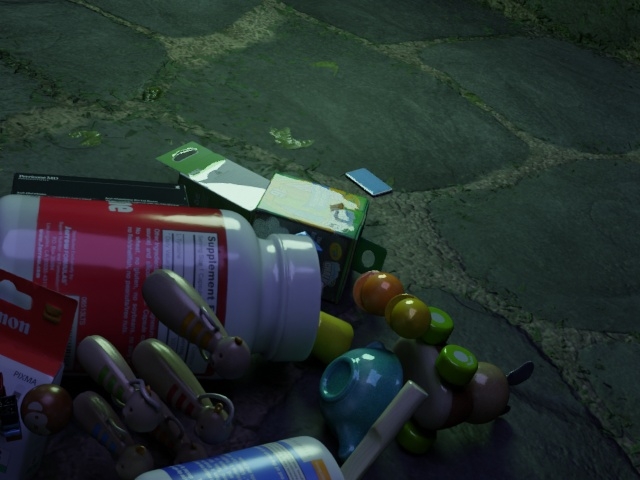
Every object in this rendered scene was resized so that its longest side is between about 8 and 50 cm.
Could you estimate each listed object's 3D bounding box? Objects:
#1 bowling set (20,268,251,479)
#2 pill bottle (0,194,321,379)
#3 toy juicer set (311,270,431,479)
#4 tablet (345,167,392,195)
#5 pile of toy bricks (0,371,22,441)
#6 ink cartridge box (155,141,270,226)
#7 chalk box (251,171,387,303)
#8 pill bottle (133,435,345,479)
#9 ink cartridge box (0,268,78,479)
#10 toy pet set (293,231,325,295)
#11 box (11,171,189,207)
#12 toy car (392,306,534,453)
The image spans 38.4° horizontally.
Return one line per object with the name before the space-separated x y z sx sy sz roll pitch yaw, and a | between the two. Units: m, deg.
bowling set | -0.201 0.193 0.988 0.200 0.287 0.154 -29 57 -35
pill bottle | -0.216 0.066 1.197 0.407 0.229 0.229 4 35 -16
toy juicer set | 0.077 0.176 1.184 0.089 0.209 0.329 36 25 -30
tablet | 0.093 -0.113 1.770 0.054 0.006 0.083 -18 45 -39
pile of toy bricks | -0.360 0.233 0.927 0.118 0.105 0.212 -7 29 -14
ink cartridge box | -0.176 -0.089 1.584 0.209 0.062 0.109 28 36 20
chalk box | 0.000 0.000 1.461 0.213 0.132 0.132 17 34 2
pill bottle | -0.115 0.305 0.960 0.272 0.152 0.152 -6 39 -28
ink cartridge box | -0.382 0.143 1.029 0.181 0.225 0.056 21 18 10
toy pet set | -0.048 0.045 1.384 0.122 0.114 0.065 15 45 -3
box | -0.327 -0.014 1.367 0.261 0.103 0.184 3 29 -16
toy car | 0.199 0.194 1.250 0.188 0.155 0.149 8 33 -27
